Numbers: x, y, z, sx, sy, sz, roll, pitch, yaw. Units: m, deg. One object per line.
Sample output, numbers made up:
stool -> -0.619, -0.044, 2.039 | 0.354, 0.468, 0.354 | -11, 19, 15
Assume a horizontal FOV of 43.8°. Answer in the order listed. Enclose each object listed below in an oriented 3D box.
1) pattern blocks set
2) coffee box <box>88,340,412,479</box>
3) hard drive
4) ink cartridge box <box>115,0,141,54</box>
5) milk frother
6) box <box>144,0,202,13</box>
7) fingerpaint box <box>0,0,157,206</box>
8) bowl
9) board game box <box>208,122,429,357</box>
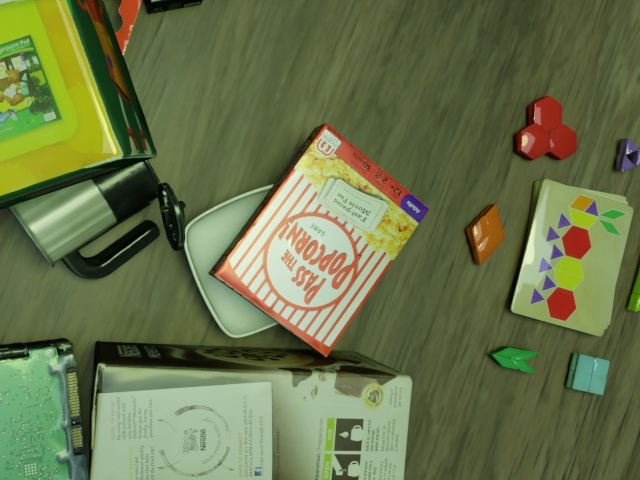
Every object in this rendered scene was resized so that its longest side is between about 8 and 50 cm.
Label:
pattern blocks set -> 0.311, 0.017, 0.988 | 0.285, 0.026, 0.325 | 24, 84, -15
coffee box -> -0.079, 0.173, 0.804 | 0.297, 0.168, 0.119 | 5, 89, -17
hard drive -> -0.396, 0.229, 0.745 | 0.338, 0.064, 0.237 | -6, 92, -24
ink cartridge box -> -0.298, -0.248, 0.765 | 0.232, 0.066, 0.189 | 18, 89, 1
milk frother -> -0.212, -0.024, 0.774 | 0.134, 0.143, 0.129 | -36, 107, -15
box -> -0.160, -0.289, 0.833 | 0.062, 0.052, 0.083 | -15, 96, -16
fingerpaint box -> -0.413, -0.173, 0.653 | 0.444, 0.163, 0.371 | -19, 96, 1
bowl -> -0.070, 0.020, 0.863 | 0.142, 0.053, 0.142 | -24, 98, -15
board game box -> 0.000, 0.000, 0.832 | 0.146, 0.045, 0.193 | 37, 81, -13
